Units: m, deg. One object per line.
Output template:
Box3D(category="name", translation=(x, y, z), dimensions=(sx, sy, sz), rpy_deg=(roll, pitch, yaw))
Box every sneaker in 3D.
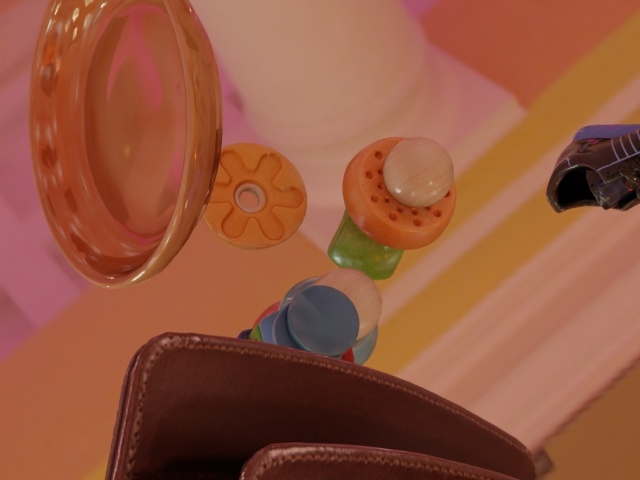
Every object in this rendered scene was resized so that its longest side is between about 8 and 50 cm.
Box3D(category="sneaker", translation=(0.318, -0.073, 1.508), dimensions=(0.232, 0.081, 0.090), rpy_deg=(-13, -145, 49))

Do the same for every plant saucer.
Box3D(category="plant saucer", translation=(-0.113, -0.072, 0.927), dimensions=(0.037, 0.200, 0.200), rpy_deg=(-3, -151, -36))

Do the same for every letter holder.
Box3D(category="letter holder", translation=(0.059, 0.161, 0.679), dimensions=(0.152, 0.302, 0.214), rpy_deg=(-4, -108, 40))

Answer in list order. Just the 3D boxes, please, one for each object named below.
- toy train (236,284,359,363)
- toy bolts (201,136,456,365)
Box3D(category="toy train", translation=(0.008, 0.161, 1.113), dimensions=(0.105, 0.143, 0.248), rpy_deg=(-10, -108, -18))
Box3D(category="toy bolts", translation=(0.000, 0.000, 1.332), dimensions=(0.218, 0.158, 0.228), rpy_deg=(17, -115, -10))
